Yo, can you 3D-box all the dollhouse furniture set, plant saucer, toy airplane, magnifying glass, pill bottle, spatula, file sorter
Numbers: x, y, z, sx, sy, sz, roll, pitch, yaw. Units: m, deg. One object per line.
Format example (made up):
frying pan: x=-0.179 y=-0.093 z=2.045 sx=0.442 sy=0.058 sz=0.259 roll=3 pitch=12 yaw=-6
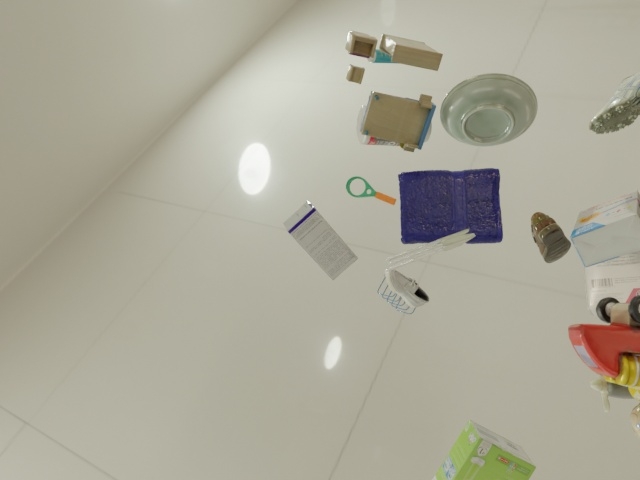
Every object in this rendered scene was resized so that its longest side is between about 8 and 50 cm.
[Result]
dollhouse furniture set: x=0.184 y=-0.443 z=1.492 sx=0.198 sy=0.286 sz=0.303 roll=-99 pitch=20 yaw=-60
plant saucer: x=0.714 y=-0.522 z=2.130 sx=0.400 sy=0.400 sz=0.101 roll=64 pitch=-149 yaw=-50
toy airplane: x=0.754 y=0.309 z=1.054 sx=0.386 sy=0.384 sz=0.273 roll=34 pitch=-102 yaw=-43
magnifying glass: x=0.217 y=-0.207 z=2.147 sx=0.092 sy=0.230 sz=0.026 roll=-68 pitch=-15 yaw=7
pill bottle: x=0.338 y=-0.523 z=2.288 sx=0.176 sy=0.318 sz=0.176 roll=180 pitch=90 yaw=-78
spatula: x=0.282 y=0.022 z=1.311 sx=0.168 sy=0.242 sz=0.019 roll=-53 pitch=-59 yaw=-75
file sorter: x=0.359 y=0.247 z=2.277 sx=0.170 sy=0.118 sz=0.104 roll=42 pitch=-108 yaw=-33

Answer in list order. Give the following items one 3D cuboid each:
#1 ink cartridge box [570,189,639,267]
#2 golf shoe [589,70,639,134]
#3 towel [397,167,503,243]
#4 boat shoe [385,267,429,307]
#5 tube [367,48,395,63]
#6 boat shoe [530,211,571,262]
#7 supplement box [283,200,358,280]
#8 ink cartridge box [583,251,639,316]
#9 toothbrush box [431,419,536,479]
ink cartridge box: x=0.508 y=-0.029 z=0.867 sx=0.181 sy=0.104 sz=0.062 roll=-34 pitch=-85 yaw=-52
golf shoe: x=0.660 y=-0.304 z=1.073 sx=0.069 sy=0.176 sz=0.086 roll=28 pitch=-134 yaw=-20
towel: x=0.390 y=-0.101 z=1.513 sx=0.076 sy=0.308 sz=0.228 roll=79 pitch=-170 yaw=-87
boat shoe: x=0.249 y=0.133 z=1.415 sx=0.184 sy=0.063 sz=0.066 roll=48 pitch=-141 yaw=-32
tube: x=0.279 y=-0.753 z=2.039 sx=0.207 sy=0.052 sz=0.080 roll=-16 pitch=-100 yaw=-38
boat shoe: x=0.859 y=-0.016 z=1.872 sx=0.110 sy=0.104 sz=0.307 roll=-31 pitch=-35 yaw=10
supplement box: x=0.000 y=0.000 z=1.555 sx=0.114 sy=0.111 sz=0.220 roll=-43 pitch=-71 yaw=1
ink cartridge box: x=1.000 y=0.102 z=1.661 sx=0.117 sy=0.207 sz=0.283 roll=31 pitch=-122 yaw=-49
toothbrush box: x=0.504 y=0.755 z=1.582 sx=0.283 sy=0.206 sz=0.122 roll=-62 pitch=3 yaw=6
